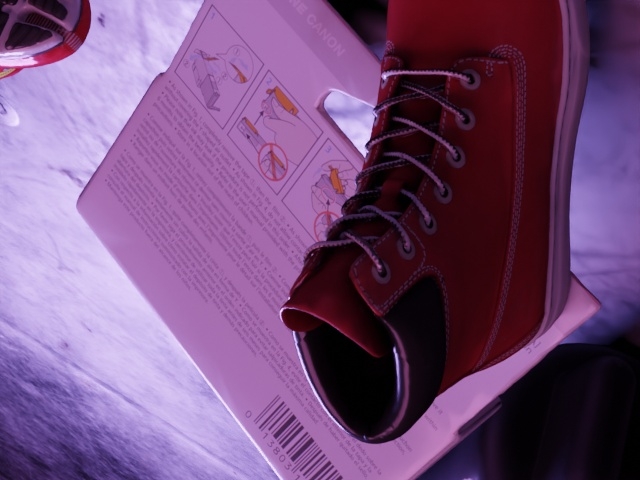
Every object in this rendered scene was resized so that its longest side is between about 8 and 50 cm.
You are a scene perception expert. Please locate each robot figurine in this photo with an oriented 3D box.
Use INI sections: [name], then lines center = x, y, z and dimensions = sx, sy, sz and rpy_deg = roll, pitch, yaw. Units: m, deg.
[robot figurine]
center = 0.162, 0.172, 0.748
dimensions = 0.209, 0.173, 0.278
rpy_deg = 58, 155, 14

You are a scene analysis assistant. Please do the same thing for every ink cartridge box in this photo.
[ink cartridge box]
center = 0.000, 0.000, 0.658
dimensions = 0.296, 0.066, 0.261
rpy_deg = 51, 126, 14

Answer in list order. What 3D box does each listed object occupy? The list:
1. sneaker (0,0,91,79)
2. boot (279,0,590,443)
[sneaker]
center = -0.247, -0.163, 0.774
dimensions = 0.279, 0.107, 0.118
rpy_deg = 14, 164, 39
[boot]
center = 0.042, -0.045, 0.455
dimensions = 0.088, 0.176, 0.244
rpy_deg = 4, 107, 36
